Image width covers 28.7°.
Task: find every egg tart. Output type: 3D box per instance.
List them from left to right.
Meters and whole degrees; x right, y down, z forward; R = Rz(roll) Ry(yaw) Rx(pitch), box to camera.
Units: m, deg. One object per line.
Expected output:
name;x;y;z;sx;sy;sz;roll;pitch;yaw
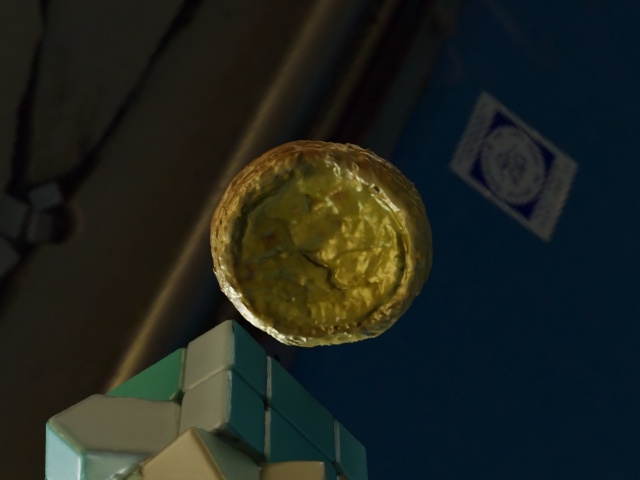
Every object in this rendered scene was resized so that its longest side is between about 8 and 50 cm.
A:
egg tart;0.000;0.000;1.080;0.191;0.191;0.074;-44;-172;8

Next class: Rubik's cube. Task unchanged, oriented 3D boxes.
Rubik's cube;-0.082;0.201;0.904;0.224;0.265;0.213;-33;-150;21
